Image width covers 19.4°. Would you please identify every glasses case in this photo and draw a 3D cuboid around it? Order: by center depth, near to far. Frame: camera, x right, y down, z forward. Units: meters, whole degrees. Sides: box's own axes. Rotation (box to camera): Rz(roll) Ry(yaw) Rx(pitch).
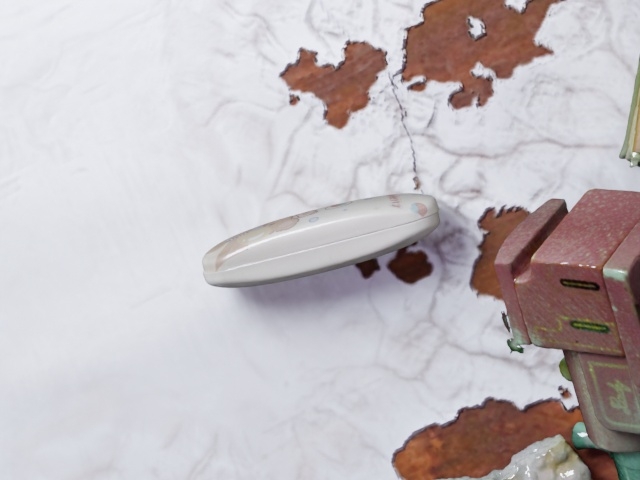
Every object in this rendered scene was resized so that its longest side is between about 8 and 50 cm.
[{"bbox_3d":[0.000,0.000,1.556,0.204,0.081,0.051,-14,95,8],"label":"glasses case"}]

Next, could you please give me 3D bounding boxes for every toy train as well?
[{"bbox_3d":[0.276,0.101,1.460,0.222,0.150,0.304,5,127,38],"label":"toy train"}]

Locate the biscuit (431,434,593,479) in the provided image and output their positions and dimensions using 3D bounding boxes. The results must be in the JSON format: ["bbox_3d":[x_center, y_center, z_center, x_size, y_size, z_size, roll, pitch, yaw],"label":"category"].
[{"bbox_3d":[0.135,0.277,1.580,0.188,0.040,0.265,35,97,4],"label":"biscuit"}]

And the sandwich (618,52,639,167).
[{"bbox_3d":[0.360,-0.117,1.458,0.227,0.155,0.198,9,98,6],"label":"sandwich"}]
